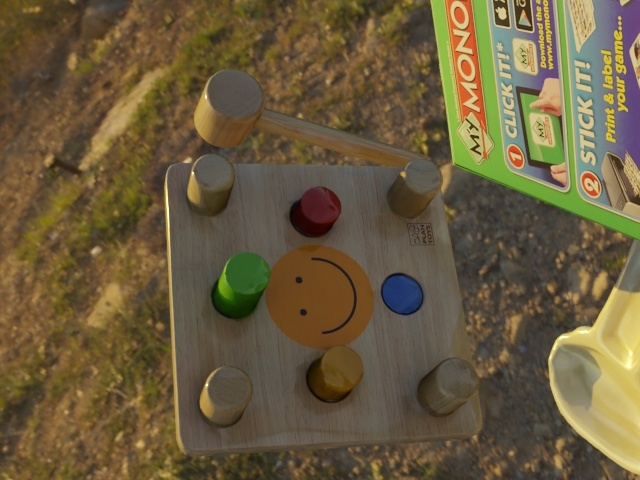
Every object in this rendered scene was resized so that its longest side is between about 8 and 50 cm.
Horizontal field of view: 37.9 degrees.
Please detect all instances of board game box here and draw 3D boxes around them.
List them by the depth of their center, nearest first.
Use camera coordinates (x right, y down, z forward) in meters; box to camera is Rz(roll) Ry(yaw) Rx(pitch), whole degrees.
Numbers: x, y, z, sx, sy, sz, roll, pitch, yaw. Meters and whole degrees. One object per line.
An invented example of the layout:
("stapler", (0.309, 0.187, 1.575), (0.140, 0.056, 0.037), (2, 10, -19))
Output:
("board game box", (0.107, -0.150, 0.335), (0.046, 0.317, 0.213), (-24, 30, -20))

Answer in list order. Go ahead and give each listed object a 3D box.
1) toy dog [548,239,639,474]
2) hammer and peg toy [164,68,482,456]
("toy dog", (0.476, 0.082, 0.780), (0.408, 0.284, 0.395), (-2, 25, -25))
("hammer and peg toy", (0.000, 0.000, 0.816), (0.266, 0.127, 0.361), (1, 66, -14))
